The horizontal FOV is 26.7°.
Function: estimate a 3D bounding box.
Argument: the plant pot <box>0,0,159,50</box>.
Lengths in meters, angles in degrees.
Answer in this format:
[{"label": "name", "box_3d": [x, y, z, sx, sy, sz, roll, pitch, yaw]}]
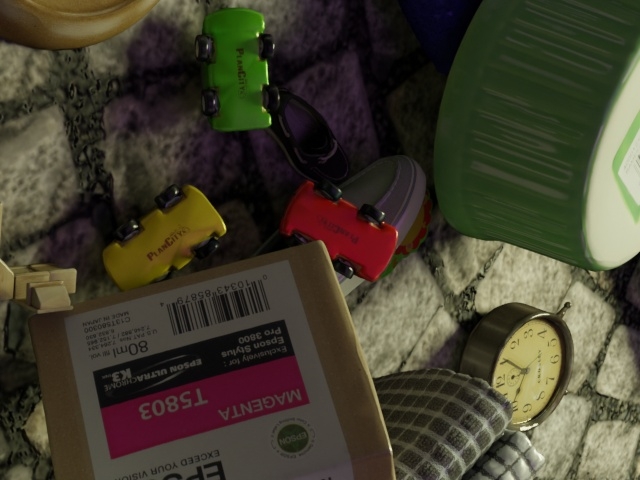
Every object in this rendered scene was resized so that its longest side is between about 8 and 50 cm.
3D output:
[{"label": "plant pot", "box_3d": [-0.177, -0.252, 0.963, 0.236, 0.032, 0.236, -15, 113, -38]}]

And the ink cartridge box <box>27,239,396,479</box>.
[{"label": "ink cartridge box", "box_3d": [-0.081, 0.123, 0.989, 0.234, 0.193, 0.088, -15, 145, -6]}]

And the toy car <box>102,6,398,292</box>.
[{"label": "toy car", "box_3d": [-0.063, -0.071, 1.081, 0.239, 0.053, 0.225, -5, 93, -14]}]

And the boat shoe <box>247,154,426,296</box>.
[{"label": "boat shoe", "box_3d": [-0.001, 0.000, 1.158, 0.227, 0.079, 0.081, -47, 129, -10]}]

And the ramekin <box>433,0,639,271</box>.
[{"label": "ramekin", "box_3d": [0.250, -0.119, 1.250, 0.303, 0.148, 0.303, -36, 139, -39]}]

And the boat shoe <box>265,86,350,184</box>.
[{"label": "boat shoe", "box_3d": [-0.008, -0.087, 1.159, 0.046, 0.038, 0.125, -55, 131, -17]}]

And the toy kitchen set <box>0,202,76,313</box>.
[{"label": "toy kitchen set", "box_3d": [-0.213, 0.009, 0.985, 0.083, 0.068, 0.075, -4, 106, -41]}]

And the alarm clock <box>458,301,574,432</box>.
[{"label": "alarm clock", "box_3d": [0.185, 0.133, 1.383, 0.192, 0.064, 0.129, -16, 114, -40]}]

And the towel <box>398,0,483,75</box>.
[{"label": "towel", "box_3d": [0.102, -0.327, 1.166, 0.228, 0.076, 0.308, -52, 132, -21]}]

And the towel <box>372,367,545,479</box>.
[{"label": "towel", "box_3d": [0.012, 0.214, 1.118, 0.235, 0.283, 0.121, -44, 108, -27]}]

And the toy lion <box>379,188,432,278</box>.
[{"label": "toy lion", "box_3d": [0.066, -0.010, 1.258, 0.096, 0.034, 0.100, 24, 86, -51]}]
